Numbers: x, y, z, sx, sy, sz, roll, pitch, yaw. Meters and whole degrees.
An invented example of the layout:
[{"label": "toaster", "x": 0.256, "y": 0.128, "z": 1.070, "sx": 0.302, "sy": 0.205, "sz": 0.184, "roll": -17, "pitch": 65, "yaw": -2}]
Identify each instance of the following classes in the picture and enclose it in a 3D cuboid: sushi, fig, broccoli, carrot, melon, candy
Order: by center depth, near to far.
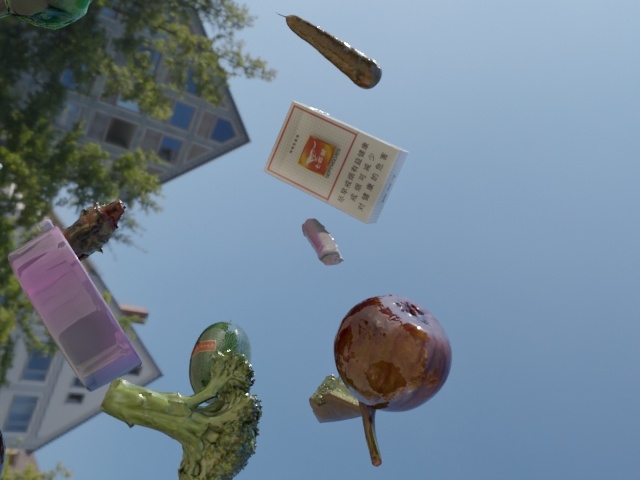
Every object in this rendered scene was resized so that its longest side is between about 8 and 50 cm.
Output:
[{"label": "candy", "x": -0.391, "y": -0.242, "z": 0.758, "sx": 0.323, "sy": 0.097, "sz": 0.097, "roll": -17, "pitch": -118, "yaw": 18}, {"label": "fig", "x": 0.090, "y": 0.186, "z": 0.983, "sx": 0.175, "sy": 0.175, "sz": 0.207, "roll": 47, "pitch": -58, "yaw": 46}, {"label": "sushi", "x": -0.545, "y": -0.021, "z": 1.617, "sx": 0.226, "sy": 0.097, "sz": 0.103, "roll": -36, "pitch": -130, "yaw": 12}, {"label": "carrot", "x": 0.019, "y": -0.464, "z": 1.635, "sx": 0.078, "sy": 0.298, "sz": 0.078, "roll": -52, "pitch": -161, "yaw": 25}, {"label": "broccoli", "x": -0.359, "y": 0.510, "z": 1.794, "sx": 0.275, "sy": 0.397, "sz": 0.353, "roll": -55, "pitch": -133, "yaw": 52}, {"label": "melon", "x": -0.297, "y": 0.355, "z": 2.037, "sx": 0.182, "sy": 0.182, "sz": 0.287, "roll": -39, "pitch": -153, "yaw": 36}]

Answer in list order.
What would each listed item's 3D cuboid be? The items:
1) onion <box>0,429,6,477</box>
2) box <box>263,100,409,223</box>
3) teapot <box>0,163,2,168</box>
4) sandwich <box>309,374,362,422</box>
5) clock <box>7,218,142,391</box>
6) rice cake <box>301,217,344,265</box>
[{"label": "onion", "x": -0.653, "y": 0.388, "z": 1.147, "sx": 0.190, "sy": 0.246, "sz": 0.246, "roll": 15, "pitch": -91, "yaw": 26}, {"label": "box", "x": 0.037, "y": -0.208, "z": 1.794, "sx": 0.330, "sy": 0.095, "sz": 0.210, "roll": 27, "pitch": -78, "yaw": 17}, {"label": "teapot", "x": -0.691, "y": -0.036, "z": 1.188, "sx": 0.294, "sy": 0.193, "sz": 0.129, "roll": -43, "pitch": -178, "yaw": 4}, {"label": "sandwich", "x": 0.044, "y": 0.364, "z": 1.599, "sx": 0.244, "sy": 0.088, "sz": 0.090, "roll": -33, "pitch": -166, "yaw": 52}, {"label": "clock", "x": -0.455, "y": 0.119, "z": 1.252, "sx": 0.338, "sy": 0.102, "sz": 0.338, "roll": 49, "pitch": -21, "yaw": 26}, {"label": "rice cake", "x": 0.000, "y": 0.001, "z": 1.536, "sx": 0.055, "sy": 0.049, "sz": 0.270, "roll": -24, "pitch": -161, "yaw": -2}]
